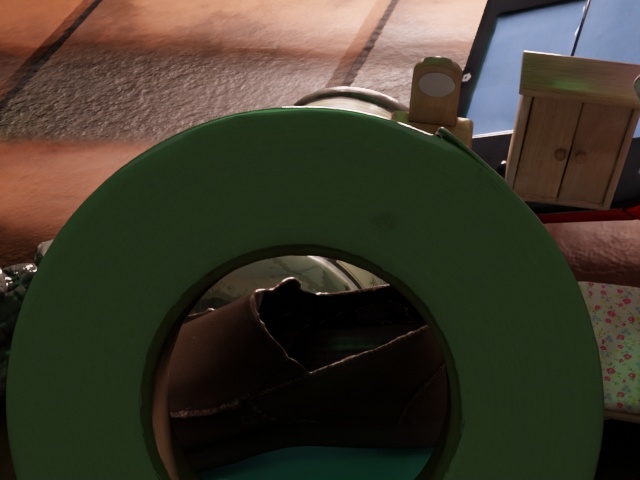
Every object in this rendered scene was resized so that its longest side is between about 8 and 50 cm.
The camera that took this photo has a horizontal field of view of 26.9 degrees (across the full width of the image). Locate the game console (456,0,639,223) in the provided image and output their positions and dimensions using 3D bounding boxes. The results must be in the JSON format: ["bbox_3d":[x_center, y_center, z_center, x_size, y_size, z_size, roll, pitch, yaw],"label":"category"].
[{"bbox_3d":[0.287,-0.190,1.464,0.342,0.060,0.386,0,61,42],"label":"game console"}]

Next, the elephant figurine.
[{"bbox_3d":[-0.226,0.060,1.350,0.239,0.169,0.186,-25,49,11],"label":"elephant figurine"}]

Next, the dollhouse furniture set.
[{"bbox_3d":[0.191,0.028,1.152,0.303,0.174,0.355,7,58,5],"label":"dollhouse furniture set"}]

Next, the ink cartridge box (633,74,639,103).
[{"bbox_3d":[0.387,-0.108,1.226,0.071,0.330,0.324,-18,4,35],"label":"ink cartridge box"}]

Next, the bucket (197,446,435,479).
[{"bbox_3d":[-0.008,0.214,1.077,0.281,0.183,0.281,-7,37,6],"label":"bucket"}]

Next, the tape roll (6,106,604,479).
[{"bbox_3d":[-0.010,0.102,0.889,0.392,0.392,0.072,-9,1,4],"label":"tape roll"}]

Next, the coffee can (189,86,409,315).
[{"bbox_3d":[0.000,0.000,1.356,0.202,0.201,0.275,4,38,21],"label":"coffee can"}]

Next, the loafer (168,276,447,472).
[{"bbox_3d":[-0.049,0.081,1.002,0.366,0.130,0.134,-7,36,6],"label":"loafer"}]
